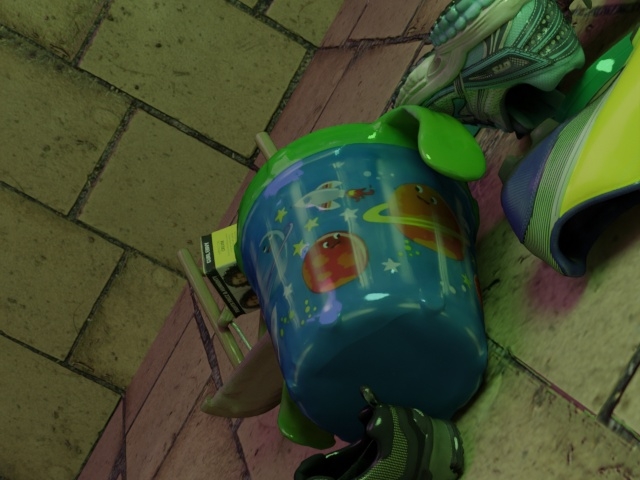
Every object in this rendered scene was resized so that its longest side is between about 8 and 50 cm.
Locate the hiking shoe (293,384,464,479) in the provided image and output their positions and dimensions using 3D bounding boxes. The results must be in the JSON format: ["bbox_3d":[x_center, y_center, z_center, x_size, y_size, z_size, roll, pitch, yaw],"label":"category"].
[{"bbox_3d":[0.017,0.227,0.846,0.226,0.114,0.086,-61,13,3],"label":"hiking shoe"}]

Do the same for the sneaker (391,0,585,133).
[{"bbox_3d":[0.146,-0.133,0.909,0.110,0.122,0.283,-42,-6,-9],"label":"sneaker"}]

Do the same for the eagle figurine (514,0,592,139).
[{"bbox_3d":[0.209,-0.246,0.970,0.298,0.225,0.226,-27,46,49],"label":"eagle figurine"}]

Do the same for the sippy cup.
[{"bbox_3d":[0.045,0.049,0.923,0.240,0.305,0.224,-14,37,4],"label":"sippy cup"}]

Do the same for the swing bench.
[{"bbox_3d":[-0.041,0.053,1.278,0.253,0.165,0.254,-49,43,38],"label":"swing bench"}]

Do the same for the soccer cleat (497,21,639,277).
[{"bbox_3d":[0.251,-0.090,0.749,0.289,0.093,0.121,-49,48,27],"label":"soccer cleat"}]

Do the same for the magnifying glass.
[{"bbox_3d":[0.273,-0.166,0.825,0.231,0.026,0.092,-50,-25,16],"label":"magnifying glass"}]

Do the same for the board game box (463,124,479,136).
[{"bbox_3d":[0.192,-0.213,1.235,0.210,0.047,0.160,-57,14,21],"label":"board game box"}]

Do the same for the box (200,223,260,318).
[{"bbox_3d":[0.000,0.000,1.063,0.232,0.087,0.058,-20,45,7],"label":"box"}]
